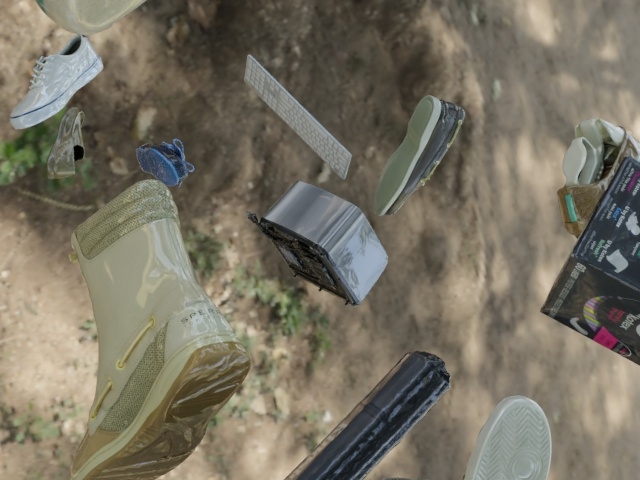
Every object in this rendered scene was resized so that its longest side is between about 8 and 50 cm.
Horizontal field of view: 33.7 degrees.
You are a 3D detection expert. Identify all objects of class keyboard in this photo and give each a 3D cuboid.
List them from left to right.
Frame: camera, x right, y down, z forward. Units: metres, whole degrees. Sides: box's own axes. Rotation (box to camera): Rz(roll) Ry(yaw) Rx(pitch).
[{"bbox_3d":[-0.040,-0.205,1.753,0.014,0.072,0.256,-38,72,-20],"label":"keyboard"}]

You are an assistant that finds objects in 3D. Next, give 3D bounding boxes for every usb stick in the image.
[{"bbox_3d":[0.011,0.207,0.963,0.278,0.077,0.045,-44,106,-12],"label":"usb stick"}]

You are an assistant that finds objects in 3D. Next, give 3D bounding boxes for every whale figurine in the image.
[{"bbox_3d":[-0.303,-0.405,1.515,0.141,0.216,0.272,42,42,13],"label":"whale figurine"}]

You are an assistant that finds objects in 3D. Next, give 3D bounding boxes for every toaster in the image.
[{"bbox_3d":[0.000,0.000,1.752,0.110,0.168,0.185,-50,137,-17],"label":"toaster"}]

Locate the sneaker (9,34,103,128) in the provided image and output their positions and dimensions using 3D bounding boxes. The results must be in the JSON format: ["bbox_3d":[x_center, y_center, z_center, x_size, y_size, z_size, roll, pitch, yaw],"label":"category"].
[{"bbox_3d":[-0.533,-0.316,2.077,0.258,0.094,0.091,-57,133,-42],"label":"sneaker"}]

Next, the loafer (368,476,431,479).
[{"bbox_3d":[0.118,0.474,1.864,0.111,0.319,0.112,22,62,-15],"label":"loafer"}]

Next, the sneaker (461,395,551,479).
[{"bbox_3d":[0.245,0.395,1.617,0.131,0.148,0.350,14,94,-18],"label":"sneaker"}]

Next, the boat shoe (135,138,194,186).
[{"bbox_3d":[-0.365,-0.201,2.518,0.089,0.258,0.109,-22,118,-21],"label":"boat shoe"}]

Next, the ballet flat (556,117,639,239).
[{"bbox_3d":[0.478,-0.136,1.846,0.124,0.116,0.342,58,41,-19],"label":"ballet flat"}]

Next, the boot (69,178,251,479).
[{"bbox_3d":[-0.175,0.094,0.948,0.095,0.262,0.203,-3,54,-39],"label":"boot"}]

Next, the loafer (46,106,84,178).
[{"bbox_3d":[-0.415,-0.159,1.760,0.056,0.050,0.148,107,-6,-57],"label":"loafer"}]

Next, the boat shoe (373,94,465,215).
[{"bbox_3d":[0.159,-0.128,1.727,0.069,0.228,0.081,12,34,-25],"label":"boat shoe"}]

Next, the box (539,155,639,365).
[{"bbox_3d":[0.396,0.058,1.117,0.143,0.270,0.165,-57,166,-22],"label":"box"}]
